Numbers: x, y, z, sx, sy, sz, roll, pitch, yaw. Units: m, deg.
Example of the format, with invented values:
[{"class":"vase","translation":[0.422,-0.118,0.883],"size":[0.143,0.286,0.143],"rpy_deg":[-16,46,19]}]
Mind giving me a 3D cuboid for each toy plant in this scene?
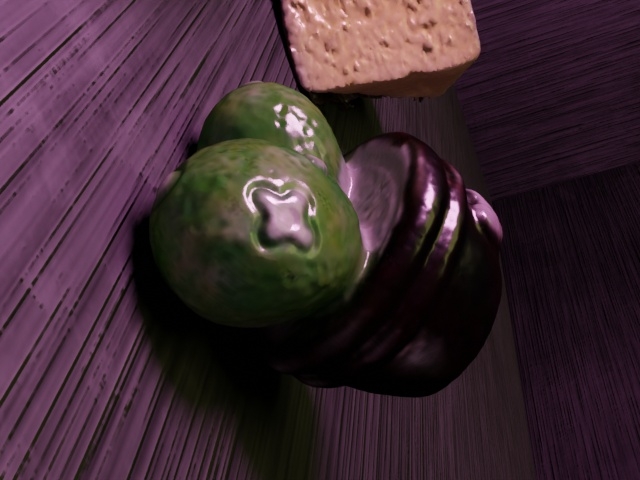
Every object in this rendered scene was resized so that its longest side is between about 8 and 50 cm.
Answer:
[{"class":"toy plant","translation":[0.000,0.000,0.610],"size":[0.235,0.175,0.218],"rpy_deg":[35,24,-24]}]

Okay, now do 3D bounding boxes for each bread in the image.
[{"class":"bread","translation":[0.039,-0.323,1.141],"size":[0.405,0.242,0.345],"rpy_deg":[-143,-142,-82]}]
